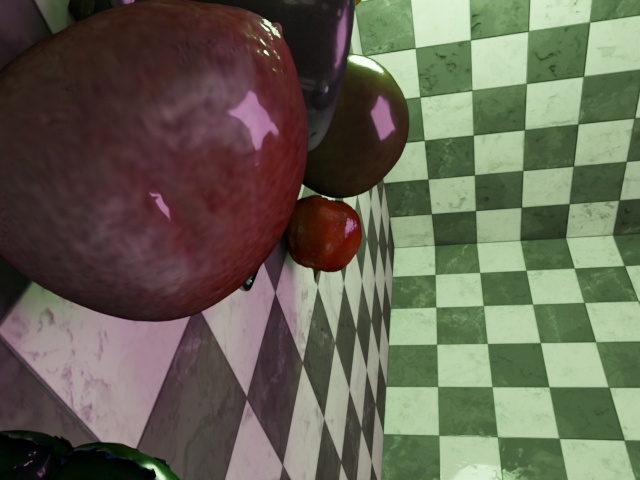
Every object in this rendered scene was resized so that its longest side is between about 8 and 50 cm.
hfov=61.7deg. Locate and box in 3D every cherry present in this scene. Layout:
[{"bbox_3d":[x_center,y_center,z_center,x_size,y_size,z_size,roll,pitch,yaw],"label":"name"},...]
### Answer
[{"bbox_3d":[-0.135,-0.062,0.453,0.261,0.307,0.221,39,12,-42],"label":"cherry"}]

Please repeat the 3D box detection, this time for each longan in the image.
[{"bbox_3d":[0.052,-0.259,1.220,0.319,0.318,0.320,-4,90,-76],"label":"longan"}]

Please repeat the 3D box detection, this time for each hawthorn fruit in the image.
[{"bbox_3d":[0.000,0.000,1.217,0.179,0.179,0.201,-9,116,-76],"label":"hawthorn fruit"}]

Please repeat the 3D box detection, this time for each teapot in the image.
[{"bbox_3d":[-0.123,-0.256,0.606,0.223,0.284,0.306,113,-20,-51],"label":"teapot"}]

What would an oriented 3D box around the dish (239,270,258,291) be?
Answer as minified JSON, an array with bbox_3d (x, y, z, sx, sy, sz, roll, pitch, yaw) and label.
[{"bbox_3d":[-0.140,-0.063,0.811,0.243,0.080,0.182,-73,149,-47],"label":"dish"}]

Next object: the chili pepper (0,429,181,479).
[{"bbox_3d":[-0.182,0.267,0.310,0.248,0.233,0.257,-11,104,-60],"label":"chili pepper"}]

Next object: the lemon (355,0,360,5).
[{"bbox_3d":[-0.018,-0.569,0.954,0.348,0.347,0.349,-4,90,-76],"label":"lemon"}]
